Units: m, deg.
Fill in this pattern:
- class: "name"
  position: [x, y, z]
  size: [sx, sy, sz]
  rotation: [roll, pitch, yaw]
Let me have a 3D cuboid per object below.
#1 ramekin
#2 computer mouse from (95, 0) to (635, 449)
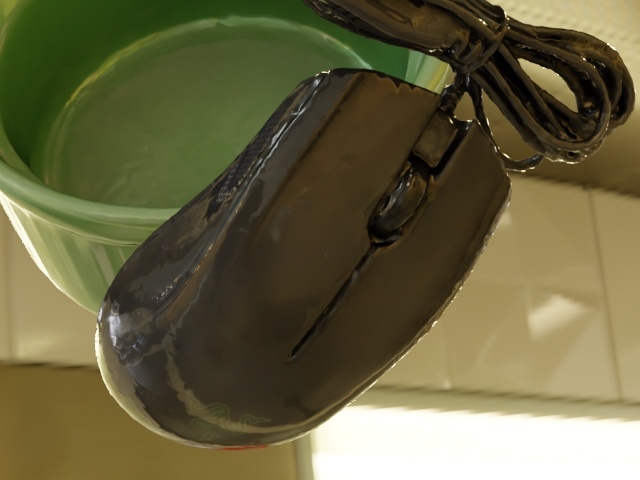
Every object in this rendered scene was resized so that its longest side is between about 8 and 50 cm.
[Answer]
- class: "ramekin"
  position: [-0.066, -0.087, 1.005]
  size: [0.303, 0.303, 0.148]
  rotation: [-6, -37, 2]
- class: "computer mouse"
  position: [0.000, 0.000, 0.732]
  size: [0.188, 0.072, 0.272]
  rotation: [28, -67, -26]
